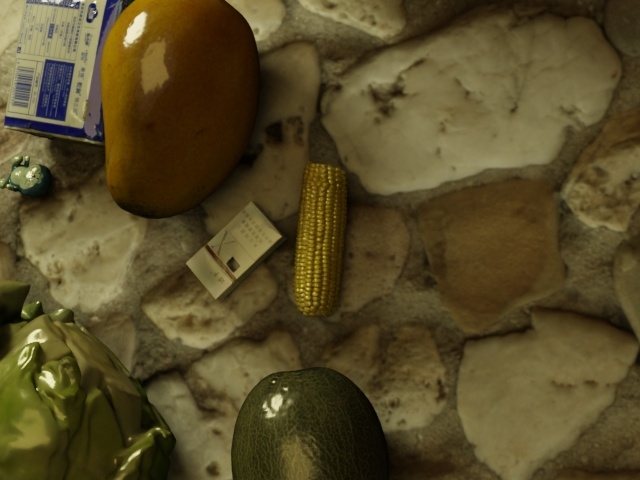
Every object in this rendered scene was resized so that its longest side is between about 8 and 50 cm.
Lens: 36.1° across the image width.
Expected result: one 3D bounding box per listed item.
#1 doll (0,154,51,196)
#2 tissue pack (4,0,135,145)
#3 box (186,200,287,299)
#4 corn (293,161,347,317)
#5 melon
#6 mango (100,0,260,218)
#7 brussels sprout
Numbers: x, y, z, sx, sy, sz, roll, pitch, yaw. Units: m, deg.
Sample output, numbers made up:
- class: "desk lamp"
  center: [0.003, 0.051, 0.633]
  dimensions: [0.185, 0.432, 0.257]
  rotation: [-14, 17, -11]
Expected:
- class: "doll"
  center: [-0.514, -0.111, 1.731]
  dimensions: [0.083, 0.050, 0.076]
  rotation: [13, 70, 16]
- class: "tissue pack"
  center: [-0.409, -0.300, 1.681]
  dimensions: [0.209, 0.137, 0.270]
  rotation: [9, 91, 14]
- class: "box"
  center: [-0.140, 0.017, 1.632]
  dimensions: [0.154, 0.040, 0.084]
  rotation: [-43, 78, 6]
- class: "corn"
  center: [0.000, 0.000, 1.578]
  dimensions: [0.081, 0.081, 0.249]
  rotation: [3, 86, 14]
- class: "melon"
  center: [-0.014, 0.344, 1.474]
  dimensions: [0.237, 0.237, 0.302]
  rotation: [-9, 84, 13]
- class: "mango"
  center: [-0.228, -0.218, 1.569]
  dimensions: [0.221, 0.263, 0.378]
  rotation: [17, 94, 56]
- class: "brussels sprout"
  center: [-0.458, 0.311, 1.526]
  dimensions: [0.425, 0.342, 0.361]
  rotation: [41, 88, 25]
